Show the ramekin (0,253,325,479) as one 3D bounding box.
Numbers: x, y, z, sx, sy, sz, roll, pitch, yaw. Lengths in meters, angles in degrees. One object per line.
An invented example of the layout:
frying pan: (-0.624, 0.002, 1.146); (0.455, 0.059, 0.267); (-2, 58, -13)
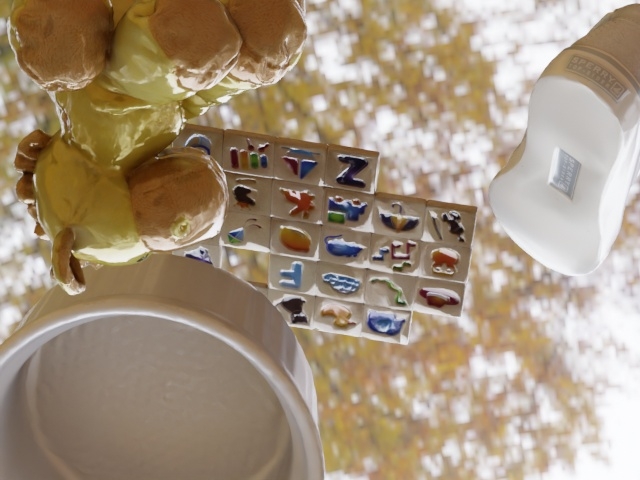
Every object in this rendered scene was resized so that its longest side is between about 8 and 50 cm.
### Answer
ramekin: (-0.131, 0.144, 1.462); (0.277, 0.277, 0.135); (-7, -157, 7)

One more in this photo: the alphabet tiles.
alphabet tiles: (0.000, 0.000, 1.490); (0.237, 0.198, 0.009); (9, -136, 4)

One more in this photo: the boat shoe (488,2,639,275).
boat shoe: (0.120, -0.045, 0.857); (0.066, 0.184, 0.063); (36, -111, 19)

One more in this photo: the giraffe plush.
giraffe plush: (-0.110, -0.060, 1.066); (0.210, 0.171, 0.181); (10, -165, 33)
